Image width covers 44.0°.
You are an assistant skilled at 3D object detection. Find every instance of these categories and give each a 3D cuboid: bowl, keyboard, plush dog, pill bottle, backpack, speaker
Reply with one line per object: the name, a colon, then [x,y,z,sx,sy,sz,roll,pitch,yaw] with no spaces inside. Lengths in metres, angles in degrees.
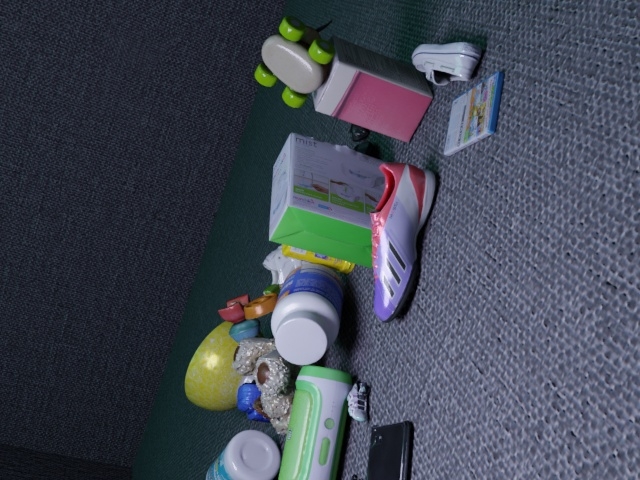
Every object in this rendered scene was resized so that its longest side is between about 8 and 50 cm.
bowl: [-0.231,0.381,2.266,0.156,0.289,0.289,27,105,28]
keyboard: [0.098,0.489,1.417,0.201,0.033,0.317,-31,45,57]
plush dog: [-0.079,0.354,1.890,0.262,0.211,0.225,-164,70,-63]
pill bottle: [-0.029,0.167,1.781,0.272,0.152,0.152,-73,5,-70]
backpack: [-0.163,0.432,2.123,0.098,0.120,0.101,133,148,-54]
pill bottle: [-0.213,0.613,2.077,0.264,0.146,0.146,123,155,-46]
speaker: [-0.013,0.419,1.662,0.131,0.131,0.296,152,131,-67]

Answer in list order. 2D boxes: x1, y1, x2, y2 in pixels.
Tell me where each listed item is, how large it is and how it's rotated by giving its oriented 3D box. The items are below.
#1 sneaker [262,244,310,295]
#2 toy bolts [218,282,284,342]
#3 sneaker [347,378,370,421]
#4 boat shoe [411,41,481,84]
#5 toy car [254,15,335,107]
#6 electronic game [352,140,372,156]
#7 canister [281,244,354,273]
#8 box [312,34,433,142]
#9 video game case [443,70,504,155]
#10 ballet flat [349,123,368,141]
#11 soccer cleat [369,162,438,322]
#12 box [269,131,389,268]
sneaker: [-0.065,0.029,2.119,0.114,0.152,0.304,161,124,-72]
toy bolts: [-0.140,0.216,2.005,0.229,0.158,0.218,-19,9,22]
sneaker: [0.082,0.316,1.602,0.098,0.038,0.069,-116,43,-64]
boat shoe: [0.242,-0.354,1.611,0.226,0.083,0.075,-160,87,-72]
toy car: [-0.028,-0.405,1.702,0.155,0.149,0.188,-53,-1,40]
electronic game: [0.062,-0.149,1.980,0.229,0.048,0.229,-57,8,12]
canister: [0.000,0.000,1.908,0.073,0.170,0.126,139,144,-60]
box: [0.109,-0.334,1.752,0.148,0.233,0.126,-98,30,-53]
video game case: [0.286,-0.235,1.487,0.166,0.015,0.119,155,129,-68]
ballet flat: [0.107,-0.328,2.096,0.049,0.057,0.173,-15,52,22]
soccer cleat: [0.138,0.001,1.567,0.109,0.117,0.318,179,106,-72]
box: [0.032,-0.090,1.735,0.126,0.262,0.231,122,155,-44]
